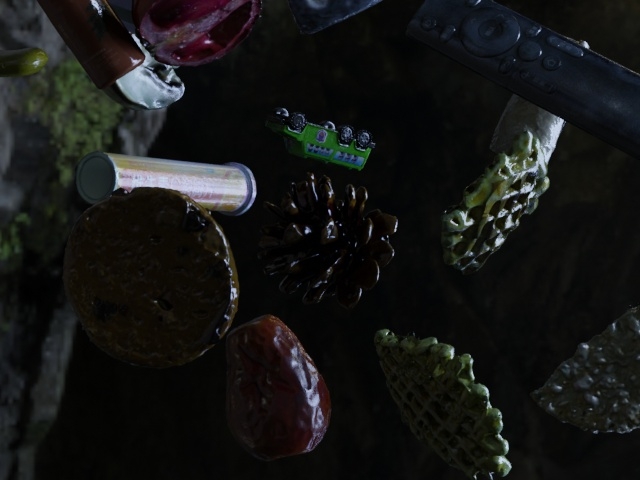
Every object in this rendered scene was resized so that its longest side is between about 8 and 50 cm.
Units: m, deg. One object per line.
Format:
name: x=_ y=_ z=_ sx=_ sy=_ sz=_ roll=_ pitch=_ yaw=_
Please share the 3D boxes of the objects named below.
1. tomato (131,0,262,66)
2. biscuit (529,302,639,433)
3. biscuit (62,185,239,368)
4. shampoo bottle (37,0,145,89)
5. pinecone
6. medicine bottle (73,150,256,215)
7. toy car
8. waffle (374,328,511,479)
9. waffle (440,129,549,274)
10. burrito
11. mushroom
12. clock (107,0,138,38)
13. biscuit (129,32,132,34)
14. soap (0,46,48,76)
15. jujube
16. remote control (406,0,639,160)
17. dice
tomato: x=-0.174 y=-0.326 z=1.502 sx=0.189 sy=0.173 sz=0.099 roll=63 pitch=1 yaw=-70
biscuit: x=0.485 y=0.212 z=1.769 sx=0.179 sy=0.281 sz=0.084 roll=52 pitch=12 yaw=-1
biscuit: x=-0.264 y=0.058 z=1.751 sx=0.075 sy=0.296 sz=0.296 roll=-63 pitch=157 yaw=-80
shampoo bottle: x=-0.334 y=-0.321 z=1.492 sx=0.244 sy=0.085 sz=0.085 roll=54 pitch=-11 yaw=-14
pinecone: x=-0.002 y=-0.002 z=1.830 sx=0.229 sy=0.201 sz=0.202 roll=-20 pitch=-146 yaw=36
medicine bottle: x=-0.277 y=-0.100 z=2.055 sx=0.108 sy=0.426 sz=0.108 roll=0 pitch=-89 yaw=29
toy car: x=-0.004 y=-0.148 z=1.635 sx=0.071 sy=0.165 sz=0.062 roll=23 pitch=-81 yaw=57
waffle: x=0.220 y=0.302 z=2.057 sx=0.317 sy=0.073 sz=0.297 roll=17 pitch=-45 yaw=57
waffle: x=0.262 y=-0.045 z=1.658 sx=0.054 sy=0.223 sz=0.204 roll=41 pitch=-6 yaw=25
burrito: x=0.417 y=-0.254 z=2.136 sx=0.299 sy=0.105 sz=0.143 roll=-66 pitch=-163 yaw=-10
mushroom: x=-0.392 y=-0.383 z=2.208 sx=0.164 sy=0.189 sz=0.267 roll=10 pitch=-42 yaw=54
clock: x=-0.265 y=-0.449 z=1.716 sx=0.189 sy=0.189 sz=0.254 roll=145 pitch=-45 yaw=-69
biscuit: x=-0.326 y=-0.464 z=1.898 sx=0.305 sy=0.038 sz=0.305 roll=-58 pitch=165 yaw=-25
soap: x=-0.501 y=-0.283 z=1.763 sx=0.089 sy=0.140 sz=0.045 roll=-76 pitch=167 yaw=-68
jujube: x=-0.086 y=0.264 z=1.999 sx=0.255 sy=0.190 sz=0.190 roll=71 pitch=-19 yaw=1
remote control: x=0.294 y=-0.230 z=1.476 sx=0.377 sy=0.107 sz=0.044 roll=33 pitch=-20 yaw=21
dice: x=0.014 y=-0.467 z=1.904 sx=0.181 sy=0.183 sz=0.182 roll=-90 pitch=155 yaw=-75
